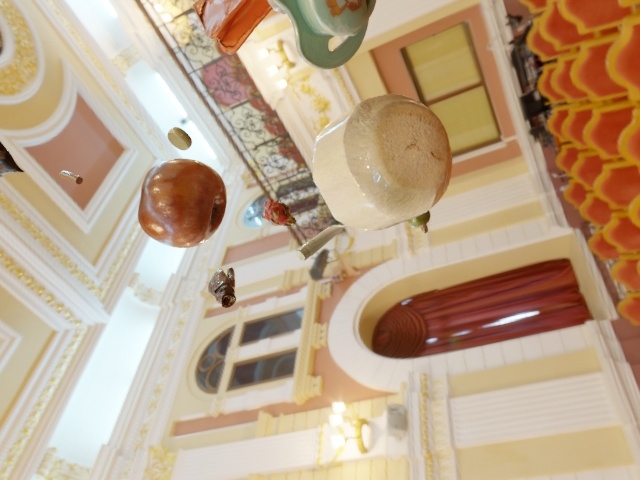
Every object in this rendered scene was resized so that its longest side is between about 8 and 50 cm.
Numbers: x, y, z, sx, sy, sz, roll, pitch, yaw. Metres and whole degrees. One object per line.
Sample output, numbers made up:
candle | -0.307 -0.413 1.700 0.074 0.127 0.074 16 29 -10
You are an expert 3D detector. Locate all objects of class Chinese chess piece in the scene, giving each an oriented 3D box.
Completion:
Chinese chess piece | -0.452 -0.328 1.740 0.034 0.084 0.084 -58 -46 -26

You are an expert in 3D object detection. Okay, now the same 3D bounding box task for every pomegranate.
pomegranate | 0.305 -0.066 1.642 0.084 0.073 0.073 41 -159 5

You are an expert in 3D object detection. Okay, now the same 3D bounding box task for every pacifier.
pacifier | -0.019 -0.577 1.236 0.288 0.269 0.343 -44 -44 -17

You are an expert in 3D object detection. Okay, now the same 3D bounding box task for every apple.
apple | -0.381 -0.102 1.465 0.253 0.253 0.253 51 -151 -44

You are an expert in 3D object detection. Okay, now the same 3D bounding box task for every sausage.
sausage | -0.775 -0.196 1.675 0.026 0.116 0.026 -25 -56 -44

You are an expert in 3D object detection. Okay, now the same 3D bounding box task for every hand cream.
hand cream | 0.000 0.000 1.948 0.205 0.078 0.050 -38 -68 -27

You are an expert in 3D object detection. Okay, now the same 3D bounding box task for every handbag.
handbag | -0.245 -0.852 1.813 0.116 0.410 0.303 27 -152 -44

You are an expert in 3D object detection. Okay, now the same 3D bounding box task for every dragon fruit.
dragon fruit | -0.130 -0.083 1.728 0.116 0.086 0.081 32 -101 -29

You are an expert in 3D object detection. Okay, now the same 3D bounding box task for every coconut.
coconut | 0.105 -0.138 1.014 0.237 0.266 0.237 2 -95 -27

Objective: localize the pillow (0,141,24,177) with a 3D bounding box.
pillow | -0.941 -0.252 1.569 0.048 0.090 0.150 -58 -42 -39

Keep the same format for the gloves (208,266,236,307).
gloves | -0.425 0.197 2.376 0.119 0.142 0.285 55 175 -21
